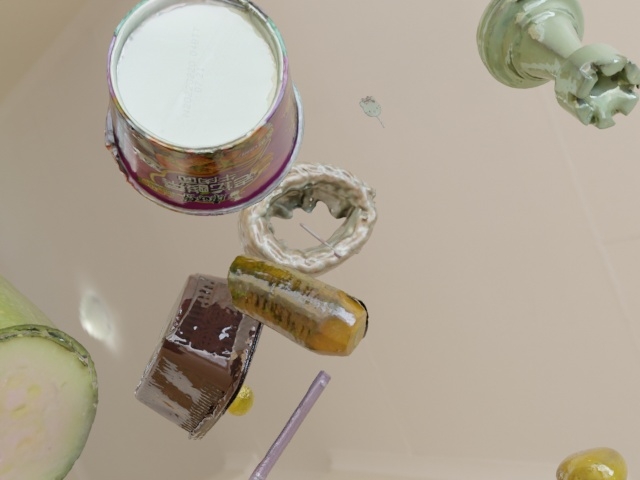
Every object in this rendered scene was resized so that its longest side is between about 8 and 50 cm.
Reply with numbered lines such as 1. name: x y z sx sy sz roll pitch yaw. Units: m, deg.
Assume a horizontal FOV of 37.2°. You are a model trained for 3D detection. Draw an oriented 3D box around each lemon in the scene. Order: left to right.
1. lemon: -0.175 0.345 2.041 0.065 0.065 0.092 52 -50 23

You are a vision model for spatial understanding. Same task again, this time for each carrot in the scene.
1. carrot: -0.030 0.076 1.100 0.173 0.082 0.082 19 -51 22

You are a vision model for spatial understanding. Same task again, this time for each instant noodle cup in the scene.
1. instant noodle cup: -0.138 -0.168 1.098 0.251 0.251 0.190 61 -9 8

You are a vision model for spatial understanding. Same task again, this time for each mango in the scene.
1. mango: 0.560 0.483 1.974 0.195 0.137 0.098 89 -24 -83

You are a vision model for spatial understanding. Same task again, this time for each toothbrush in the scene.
1. toothbrush: -0.084 0.347 1.413 0.029 0.354 0.024 21 -17 48
2. toothbrush: 0.000 0.000 1.513 0.097 0.006 0.008 40 -55 29

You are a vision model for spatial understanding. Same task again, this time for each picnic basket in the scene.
1. picnic basket: -0.184 0.164 1.452 0.129 0.222 0.297 24 -34 -9

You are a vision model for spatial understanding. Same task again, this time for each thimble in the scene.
1. thimble: -0.024 -0.031 1.615 0.148 0.229 0.196 146 -55 -78

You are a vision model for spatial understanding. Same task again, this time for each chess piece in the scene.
1. chess piece: 0.402 -0.301 1.575 0.299 0.194 0.195 -119 -156 -53

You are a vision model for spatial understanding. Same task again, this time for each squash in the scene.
1. squash: -0.453 0.137 1.094 0.384 0.263 0.263 29 -47 38

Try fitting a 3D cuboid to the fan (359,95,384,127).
1. fan: 0.123 -0.294 2.181 0.004 0.056 0.083 -35 -95 50
